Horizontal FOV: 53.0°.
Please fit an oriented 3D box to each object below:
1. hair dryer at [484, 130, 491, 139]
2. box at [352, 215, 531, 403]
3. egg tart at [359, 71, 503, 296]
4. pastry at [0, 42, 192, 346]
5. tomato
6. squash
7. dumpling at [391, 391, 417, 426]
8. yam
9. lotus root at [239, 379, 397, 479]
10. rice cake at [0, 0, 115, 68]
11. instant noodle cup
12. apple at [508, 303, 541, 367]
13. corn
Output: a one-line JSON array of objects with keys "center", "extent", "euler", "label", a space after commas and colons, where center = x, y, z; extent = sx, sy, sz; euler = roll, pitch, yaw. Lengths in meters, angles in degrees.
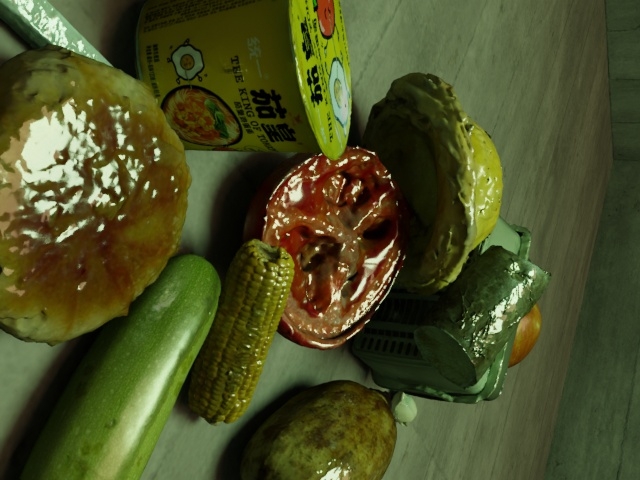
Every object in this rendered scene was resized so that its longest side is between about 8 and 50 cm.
[{"center": [0.316, -0.109, 1.279], "extent": [0.197, 0.089, 0.251], "euler": [48, 49, -51], "label": "hair dryer"}, {"center": [0.190, 0.096, 0.973], "extent": [0.166, 0.220, 0.291], "euler": [38, 64, -38], "label": "box"}, {"center": [0.139, -0.073, 0.817], "extent": [0.118, 0.288, 0.288], "euler": [-10, 108, -17], "label": "egg tart"}, {"center": [-0.175, -0.030, 0.444], "extent": [0.192, 0.093, 0.182], "euler": [-54, 143, -27], "label": "pastry"}, {"center": [-0.002, 0.001, 0.731], "extent": [0.228, 0.101, 0.228], "euler": [-10, 108, -35], "label": "tomato"}, {"center": [-0.170, 0.149, 0.510], "extent": [0.341, 0.094, 0.094], "euler": [-65, 144, -27], "label": "squash"}, {"center": [0.142, 0.280, 1.098], "extent": [0.077, 0.043, 0.059], "euler": [53, 33, -29], "label": "dumpling"}, {"center": [0.202, 0.084, 0.795], "extent": [0.183, 0.107, 0.107], "euler": [-48, 139, -12], "label": "yam"}, {"center": [0.011, 0.244, 0.771], "extent": [0.260, 0.145, 0.129], "euler": [-26, 124, -52], "label": "lotus root"}, {"center": [-0.189, -0.143, 0.474], "extent": [0.171, 0.033, 0.029], "euler": [46, 63, -53], "label": "rice cake"}, {"center": [-0.062, -0.153, 0.554], "extent": [0.182, 0.144, 0.182], "euler": [-4, 90, -73], "label": "instant noodle cup"}, {"center": [0.316, 0.158, 1.223], "extent": [0.196, 0.196, 0.196], "euler": [-17, 110, -57], "label": "apple"}, {"center": [-0.080, 0.094, 0.624], "extent": [0.068, 0.068, 0.207], "euler": [-14, 129, -57], "label": "corn"}]
